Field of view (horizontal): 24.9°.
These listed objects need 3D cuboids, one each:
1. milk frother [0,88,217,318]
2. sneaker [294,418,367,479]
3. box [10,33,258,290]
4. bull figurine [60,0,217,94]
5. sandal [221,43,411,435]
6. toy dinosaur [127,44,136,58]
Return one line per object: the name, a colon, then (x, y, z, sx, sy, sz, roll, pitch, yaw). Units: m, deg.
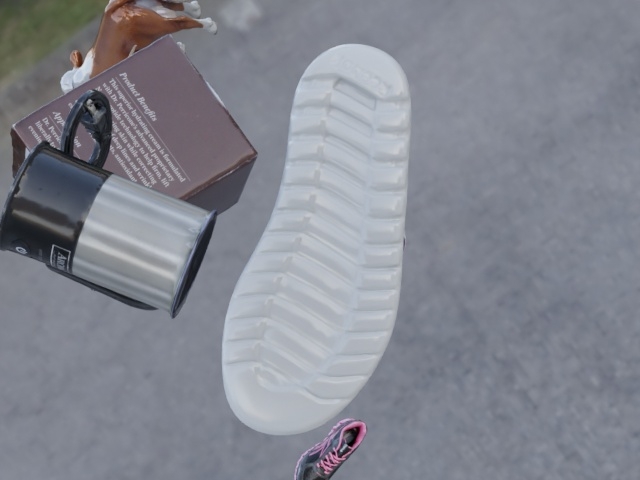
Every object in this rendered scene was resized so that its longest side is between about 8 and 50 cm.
milk frother: (-0.139, -0.031, 1.043, 0.129, 0.135, 0.143, 109, -177, -79)
sneaker: (0.015, 0.262, 1.774, 0.119, 0.047, 0.057, -48, 7, -23)
box: (-0.205, -0.080, 1.568, 0.203, 0.168, 0.167, -32, -9, -18)
bull figurine: (-0.283, -0.286, 2.217, 0.188, 0.101, 0.310, -7, -18, -23)
sandal: (0.015, 0.005, 1.526, 0.102, 0.169, 0.416, 12, -86, -85)
toy dinosaur: (-0.271, -0.160, 1.983, 0.064, 0.112, 0.211, -13, -21, -16)
